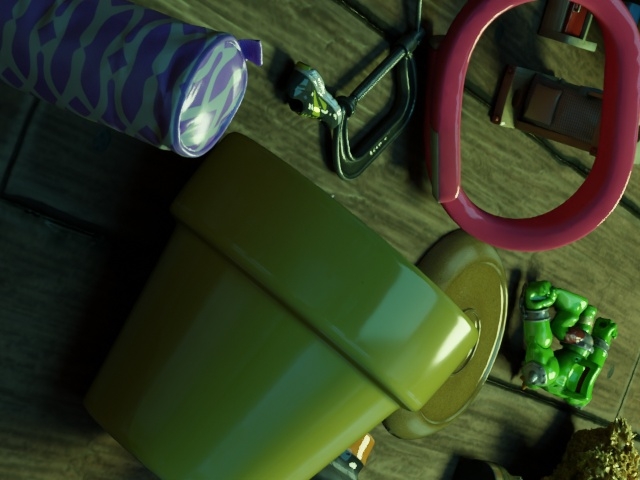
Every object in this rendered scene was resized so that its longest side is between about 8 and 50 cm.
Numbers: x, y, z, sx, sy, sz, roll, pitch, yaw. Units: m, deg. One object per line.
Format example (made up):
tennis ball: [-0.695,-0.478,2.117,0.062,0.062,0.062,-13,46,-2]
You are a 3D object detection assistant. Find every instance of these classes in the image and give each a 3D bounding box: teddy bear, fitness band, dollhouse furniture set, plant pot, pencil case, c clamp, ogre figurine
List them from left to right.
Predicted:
pencil case: [-0.146,-0.123,1.081,0.088,0.206,0.086,-52,158,-33]
plant pot: [-0.047,0.085,1.329,0.239,0.254,0.254,-51,146,-4]
c clamp: [0.051,-0.136,1.558,0.160,0.022,0.137,-51,149,-31]
plant pot: [0.138,0.104,1.814,0.236,0.032,0.236,-32,132,-45]
fitness band: [0.205,-0.123,1.653,0.209,0.054,0.291,-5,117,-12]
ogre figurine: [0.284,0.125,1.996,0.197,0.097,0.118,47,54,-68]
teddy bear: [0.310,0.350,2.082,0.338,0.113,0.245,-19,128,-67]
dollhouse furniture set: [0.283,-0.187,1.783,0.129,0.129,0.183,2,106,-58]

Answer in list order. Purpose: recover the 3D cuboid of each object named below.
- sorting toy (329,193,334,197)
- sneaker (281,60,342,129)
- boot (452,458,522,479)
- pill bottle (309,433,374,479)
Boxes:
sorting toy: [0.000,0.000,1.533,0.075,0.045,0.083,-59,148,-32]
sneaker: [-0.010,-0.118,1.463,0.035,0.031,0.083,-48,140,-11]
boot: [0.183,0.363,1.981,0.106,0.082,0.219,15,92,-56]
pill bottle: [-0.044,0.264,1.521,0.245,0.130,0.130,-62,148,-15]
